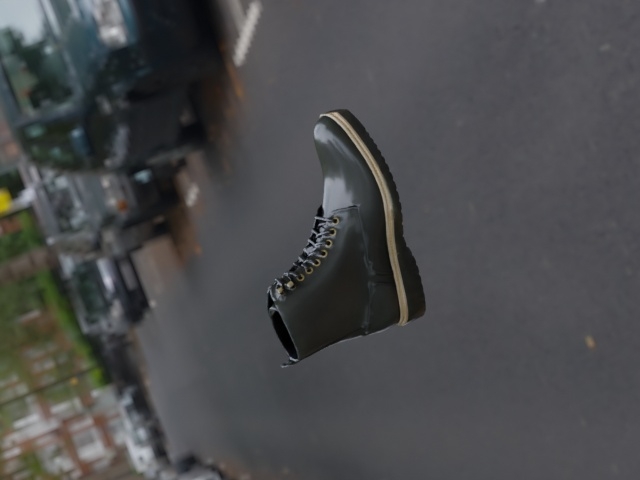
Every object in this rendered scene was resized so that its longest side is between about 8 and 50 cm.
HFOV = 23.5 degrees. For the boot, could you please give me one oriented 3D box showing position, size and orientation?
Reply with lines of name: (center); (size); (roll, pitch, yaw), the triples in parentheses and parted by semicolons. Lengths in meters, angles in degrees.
boot: (0.000, 0.000, 1.312); (0.077, 0.137, 0.198); (-2, 110, 68)
